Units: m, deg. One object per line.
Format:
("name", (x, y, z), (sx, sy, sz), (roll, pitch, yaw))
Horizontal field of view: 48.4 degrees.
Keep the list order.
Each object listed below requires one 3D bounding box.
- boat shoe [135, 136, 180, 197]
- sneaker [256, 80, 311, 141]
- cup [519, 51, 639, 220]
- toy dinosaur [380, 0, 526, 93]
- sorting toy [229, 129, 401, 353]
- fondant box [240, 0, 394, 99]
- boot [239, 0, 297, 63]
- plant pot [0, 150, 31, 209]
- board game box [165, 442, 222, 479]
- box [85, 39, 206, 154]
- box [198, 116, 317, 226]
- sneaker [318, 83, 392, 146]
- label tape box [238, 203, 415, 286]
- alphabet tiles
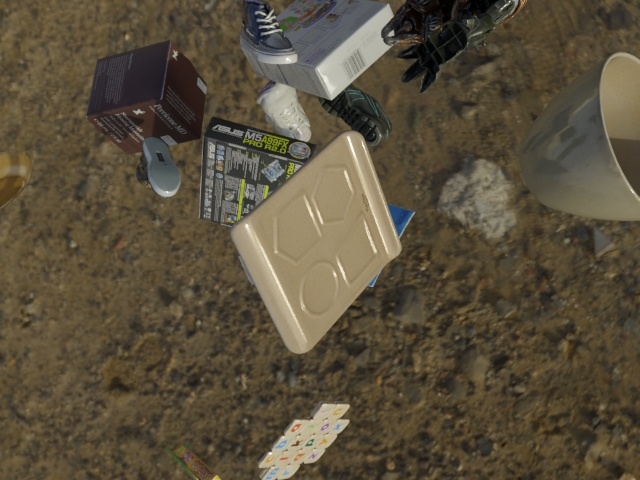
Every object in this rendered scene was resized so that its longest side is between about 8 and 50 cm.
("boat shoe", (-0.335, -0.129, 1.463), (0.083, 0.065, 0.183), (-64, 34, 33))
("sneaker", (-0.079, -0.340, 1.882), (0.114, 0.305, 0.152), (-42, 82, -1))
("cup", (0.550, -0.179, 1.441), (0.237, 0.331, 0.331), (-19, 86, 49))
("toy dinosaur", (0.176, -0.308, 0.854), (0.164, 0.218, 0.322), (55, 145, 8))
("sorting toy", (0.000, 0.000, 0.840), (0.038, 0.208, 0.193), (13, 135, 45))
("fondant box", (-0.005, -0.472, 1.691), (0.238, 0.096, 0.330), (-44, 41, -14))
("boot", (-0.099, -0.377, 1.278), (0.190, 0.069, 0.086), (41, 138, 49))
("plant pot", (-0.548, -0.060, 1.097), (0.236, 0.236, 0.032), (-32, 91, 31))
("board game box", (-0.157, 0.436, 1.187), (0.124, 0.039, 0.259), (17, 147, 52))
("box", (-0.393, -0.322, 1.625), (0.203, 0.168, 0.167), (-8, 62, 20))
("box", (-0.136, -0.116, 1.467), (0.216, 0.060, 0.270), (14, 144, -1))
("sneaker", (0.089, -0.369, 1.951), (0.267, 0.106, 0.101), (50, 134, 5))
("label tape box", (0.022, 0.015, 1.669), (0.348, 0.249, 0.115), (12, 141, 27))
("alphabet tiles", (-0.042, 0.534, 1.898), (0.284, 0.278, 0.021), (-52, 57, 13))
